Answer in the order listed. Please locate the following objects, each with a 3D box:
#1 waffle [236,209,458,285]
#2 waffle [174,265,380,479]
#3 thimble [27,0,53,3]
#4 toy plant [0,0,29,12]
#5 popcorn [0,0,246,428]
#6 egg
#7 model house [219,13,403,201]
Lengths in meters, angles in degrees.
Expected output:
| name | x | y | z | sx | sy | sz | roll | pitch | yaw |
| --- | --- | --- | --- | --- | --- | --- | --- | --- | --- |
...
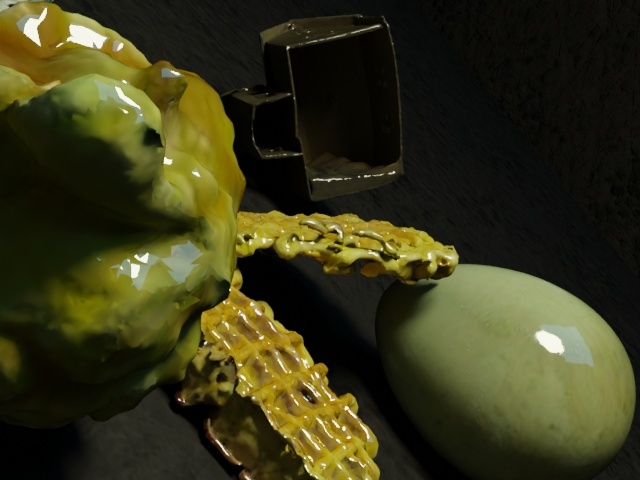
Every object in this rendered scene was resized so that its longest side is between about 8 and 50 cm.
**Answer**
| name | x | y | z | sx | sy | sz | roll | pitch | yaw |
| --- | --- | --- | --- | --- | --- | --- | --- | --- | --- |
| waffle | 0.000 | 0.003 | 1.483 | 0.280 | 0.060 | 0.262 | 4 | 3 | -20 |
| waffle | -0.066 | 0.115 | 1.263 | 0.283 | 0.065 | 0.309 | 35 | 15 | -33 |
| thimble | -0.343 | -0.336 | 1.433 | 0.250 | 0.172 | 0.205 | 35 | -2 | -29 |
| toy plant | -0.299 | -0.167 | 1.304 | 0.243 | 0.113 | 0.232 | 23 | 16 | -13 |
| popcorn | -0.192 | -0.010 | 0.968 | 0.335 | 0.274 | 0.279 | -89 | 160 | -57 |
| egg | 0.184 | 0.136 | 1.524 | 0.295 | 0.218 | 0.218 | 33 | 14 | 15 |
| model house | -0.033 | -0.165 | 1.821 | 0.243 | 0.204 | 0.211 | -151 | -129 | -68 |
